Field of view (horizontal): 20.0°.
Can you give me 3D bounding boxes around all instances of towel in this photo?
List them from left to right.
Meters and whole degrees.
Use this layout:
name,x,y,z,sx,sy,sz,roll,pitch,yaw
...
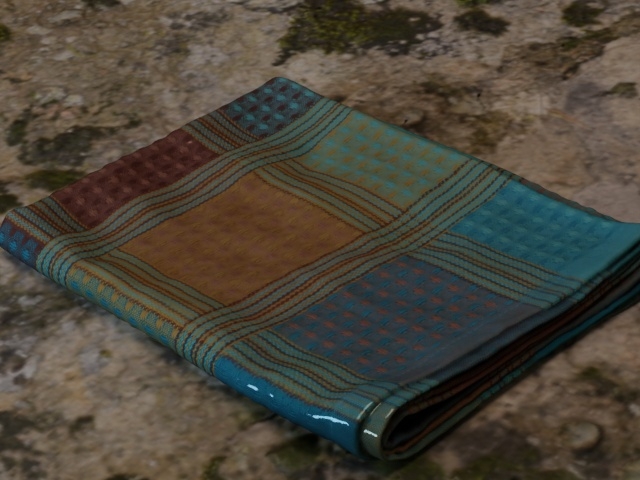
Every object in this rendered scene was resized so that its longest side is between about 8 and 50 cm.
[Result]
name,x,y,z,sx,sy,sz,roll,pitch,yaw
towel,0.000,0.000,1.165,0.271,0.040,0.370,-30,40,-33
